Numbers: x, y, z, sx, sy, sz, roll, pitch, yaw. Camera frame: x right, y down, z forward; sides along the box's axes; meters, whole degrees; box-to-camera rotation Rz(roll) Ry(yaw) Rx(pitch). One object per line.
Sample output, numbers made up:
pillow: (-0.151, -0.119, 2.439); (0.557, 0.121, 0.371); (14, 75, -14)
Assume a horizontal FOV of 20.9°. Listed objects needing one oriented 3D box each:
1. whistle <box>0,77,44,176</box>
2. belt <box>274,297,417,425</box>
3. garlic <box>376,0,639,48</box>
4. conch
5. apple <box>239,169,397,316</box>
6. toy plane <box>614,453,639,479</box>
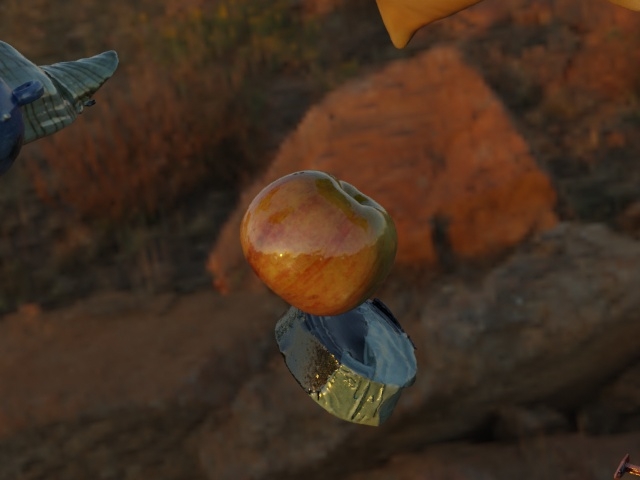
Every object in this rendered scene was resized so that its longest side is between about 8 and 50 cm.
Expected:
whistle: (-0.250, -0.065, 1.125); (0.158, 0.090, 0.090); (-29, 20, -10)
belt: (0.021, 0.092, 1.431); (0.105, 0.058, 0.140); (10, 35, -33)
garlic: (0.130, -0.188, 0.867); (0.151, 0.196, 0.338); (-17, 18, -31)
conch: (-0.369, -0.147, 1.791); (0.386, 0.169, 0.203); (-36, 41, -24)
apple: (0.000, 0.000, 0.939); (0.071, 0.084, 0.084); (-50, 15, 6)
toy plane: (0.202, 0.171, 1.057); (0.037, 0.145, 0.060); (14, 41, 30)
